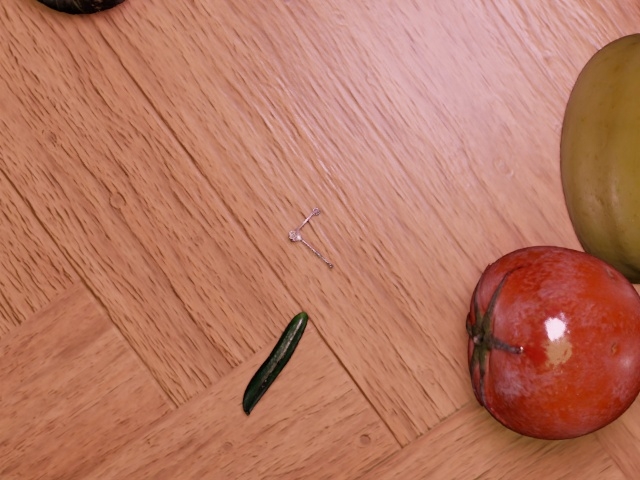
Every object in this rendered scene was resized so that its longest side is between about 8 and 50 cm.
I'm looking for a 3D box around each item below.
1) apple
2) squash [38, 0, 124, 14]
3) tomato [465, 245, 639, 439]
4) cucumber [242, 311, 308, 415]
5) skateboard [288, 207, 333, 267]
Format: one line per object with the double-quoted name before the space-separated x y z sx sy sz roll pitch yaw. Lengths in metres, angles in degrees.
"apple" 0.536 -0.108 1.424 0.320 0.311 0.360 9 97 49
"squash" -0.344 -0.410 1.428 0.193 0.193 0.156 30 60 1
"tomato" 0.326 0.141 1.380 0.265 0.265 0.265 1 96 5
"cucumber" -0.070 0.187 1.531 0.033 0.036 0.184 34 96 -7
"skateboard" 0.000 0.000 1.511 0.083 0.032 0.064 44 87 2
